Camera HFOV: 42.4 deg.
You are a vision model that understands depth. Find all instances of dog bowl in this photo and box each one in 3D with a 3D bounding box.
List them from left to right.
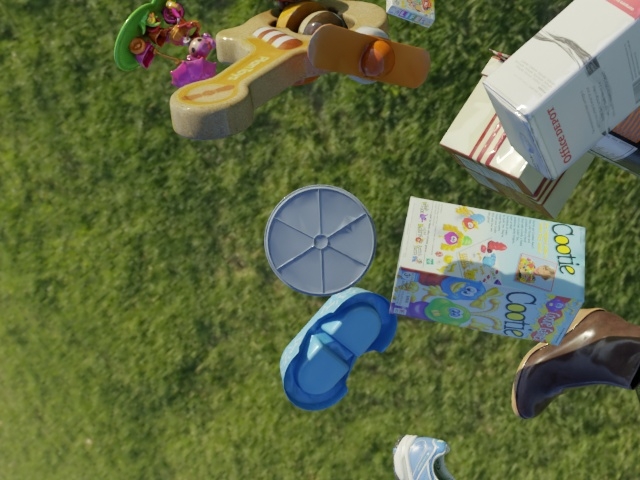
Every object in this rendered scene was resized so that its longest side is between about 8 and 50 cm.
[{"bbox_3d":[0.031,0.225,1.773,0.166,0.297,0.074,41,179,-30],"label":"dog bowl"}]

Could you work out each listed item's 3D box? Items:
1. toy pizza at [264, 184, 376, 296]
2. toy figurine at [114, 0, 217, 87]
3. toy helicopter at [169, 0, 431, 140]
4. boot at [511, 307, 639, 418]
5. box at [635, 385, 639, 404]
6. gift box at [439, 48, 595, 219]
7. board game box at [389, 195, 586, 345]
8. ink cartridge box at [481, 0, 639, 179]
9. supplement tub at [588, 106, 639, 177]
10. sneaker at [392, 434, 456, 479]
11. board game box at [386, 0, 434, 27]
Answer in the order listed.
[{"bbox_3d":[0.000,0.000,1.482,0.201,0.201,0.032,51,-176,-6],"label":"toy pizza"},{"bbox_3d":[-0.243,-0.335,1.437,0.159,0.173,0.130,32,172,11],"label":"toy figurine"},{"bbox_3d":[-0.029,-0.193,0.912,0.234,0.355,0.140,15,128,24],"label":"toy helicopter"},{"bbox_3d":[0.464,0.231,1.459,0.090,0.248,0.207,40,170,-25],"label":"boot"},{"bbox_3d":[0.742,0.191,1.482,0.293,0.073,0.296,0,130,5],"label":"box"},{"bbox_3d":[0.426,-0.241,1.756,0.276,0.258,0.255,34,180,37],"label":"gift box"},{"bbox_3d":[0.260,0.049,1.302,0.275,0.144,0.142,11,144,5],"label":"board game box"},{"bbox_3d":[0.326,-0.203,1.030,0.092,0.218,0.158,49,-178,38],"label":"ink cartridge box"},{"bbox_3d":[0.549,-0.243,1.515,0.315,0.194,0.193,23,150,-19],"label":"supplement tub"},{"bbox_3d":[0.164,0.396,1.229,0.081,0.080,0.211,-11,88,28],"label":"sneaker"},{"bbox_3d":[0.191,-0.534,1.755,0.103,0.154,0.026,13,150,-20],"label":"board game box"}]
